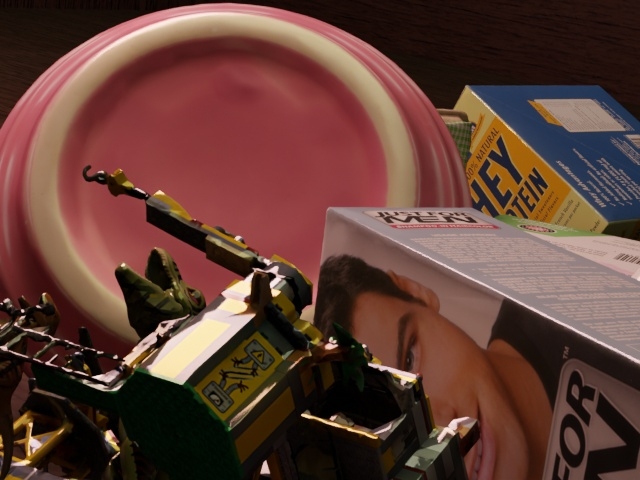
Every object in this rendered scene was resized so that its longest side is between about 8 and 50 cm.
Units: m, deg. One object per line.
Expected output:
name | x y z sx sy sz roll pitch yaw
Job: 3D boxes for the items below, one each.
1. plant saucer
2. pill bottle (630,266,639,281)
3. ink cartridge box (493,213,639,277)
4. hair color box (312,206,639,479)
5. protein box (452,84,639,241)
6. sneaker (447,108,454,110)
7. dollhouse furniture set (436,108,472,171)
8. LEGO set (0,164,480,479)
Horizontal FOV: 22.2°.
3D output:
plant saucer | -0.063 -0.023 1.066 0.332 0.332 0.084 8 -24 2
pill bottle | 0.292 0.123 0.923 0.278 0.162 0.162 29 23 32
ink cartridge box | 0.177 0.071 1.215 0.201 0.117 0.278 12 14 21
hair color box | 0.128 0.115 0.852 0.114 0.185 0.374 -1 15 -29
protein box | 0.227 -0.033 1.497 0.201 0.136 0.200 -6 44 -44
sneaker | 0.182 -0.056 1.684 0.101 0.153 0.269 19 17 39
dollhouse furniture set | 0.000 0.000 1.244 0.302 0.197 0.151 2 13 -21
LEGO set | -0.074 0.066 0.792 0.331 0.255 0.192 4 35 40
